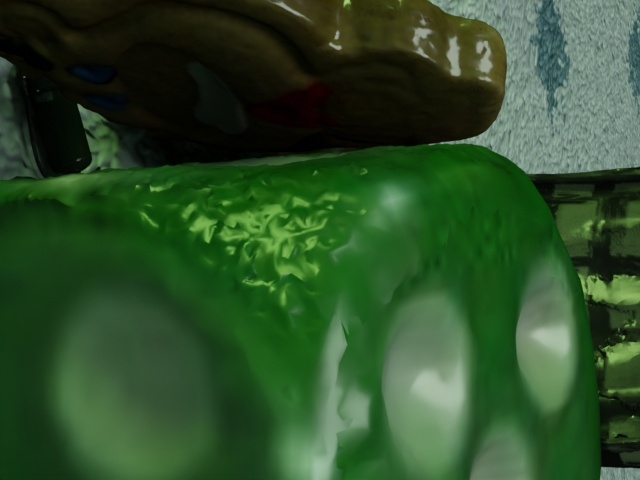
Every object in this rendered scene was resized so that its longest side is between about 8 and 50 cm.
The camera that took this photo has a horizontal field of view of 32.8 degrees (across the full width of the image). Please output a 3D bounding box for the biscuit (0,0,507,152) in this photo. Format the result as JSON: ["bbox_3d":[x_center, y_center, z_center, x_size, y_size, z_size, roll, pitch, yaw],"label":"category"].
[{"bbox_3d":[-0.070,-0.090,0.522,0.320,0.183,0.047,14,70,-22],"label":"biscuit"}]

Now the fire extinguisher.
[{"bbox_3d":[-0.150,-0.063,0.619,0.038,0.025,0.083,-28,117,-34],"label":"fire extinguisher"}]

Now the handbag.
[{"bbox_3d":[0.279,0.081,1.138,0.162,0.327,0.325,30,61,-55],"label":"handbag"}]

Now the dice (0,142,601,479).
[{"bbox_3d":[-0.048,0.107,0.520,0.287,0.297,0.300,-5,93,-60],"label":"dice"}]

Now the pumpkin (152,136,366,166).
[{"bbox_3d":[-0.054,-0.144,0.751,0.280,0.190,0.139,54,0,42],"label":"pumpkin"}]
